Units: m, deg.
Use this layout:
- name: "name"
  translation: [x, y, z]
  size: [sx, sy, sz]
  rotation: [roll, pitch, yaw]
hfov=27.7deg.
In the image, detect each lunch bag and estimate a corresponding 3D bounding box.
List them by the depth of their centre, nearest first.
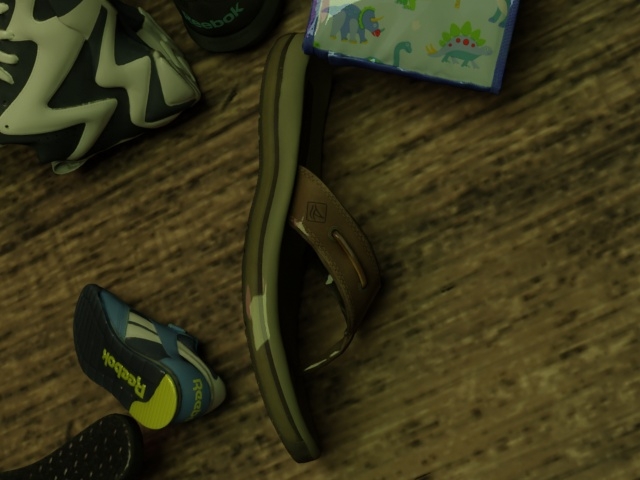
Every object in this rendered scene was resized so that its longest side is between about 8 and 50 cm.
- name: "lunch bag"
  translation: [0.066, -0.172, 0.817]
  size: [0.129, 0.096, 0.151]
  rotation: [12, 74, 5]

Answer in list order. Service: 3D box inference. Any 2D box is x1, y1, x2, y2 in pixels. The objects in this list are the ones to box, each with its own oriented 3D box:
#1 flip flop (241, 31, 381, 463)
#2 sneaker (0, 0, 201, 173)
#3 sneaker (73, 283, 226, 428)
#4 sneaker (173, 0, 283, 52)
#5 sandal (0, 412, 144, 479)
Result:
- name: "flip flop"
  translation: [0.000, 0.000, 0.819]
  size: [0.080, 0.112, 0.277]
  rotation: [2, 72, 6]
- name: "sneaker"
  translation: [-0.207, -0.133, 0.859]
  size: [0.153, 0.235, 0.094]
  rotation: [-37, 42, 10]
- name: "sneaker"
  translation: [-0.118, 0.077, 0.868]
  size: [0.144, 0.059, 0.053]
  rotation: [40, 121, 41]
- name: "sneaker"
  translation: [-0.074, -0.269, 0.901]
  size: [0.101, 0.106, 0.267]
  rotation: [-12, 72, 19]
- name: "sandal"
  translation: [-0.176, 0.174, 0.864]
  size: [0.179, 0.040, 0.067]
  rotation: [-31, 57, 23]
